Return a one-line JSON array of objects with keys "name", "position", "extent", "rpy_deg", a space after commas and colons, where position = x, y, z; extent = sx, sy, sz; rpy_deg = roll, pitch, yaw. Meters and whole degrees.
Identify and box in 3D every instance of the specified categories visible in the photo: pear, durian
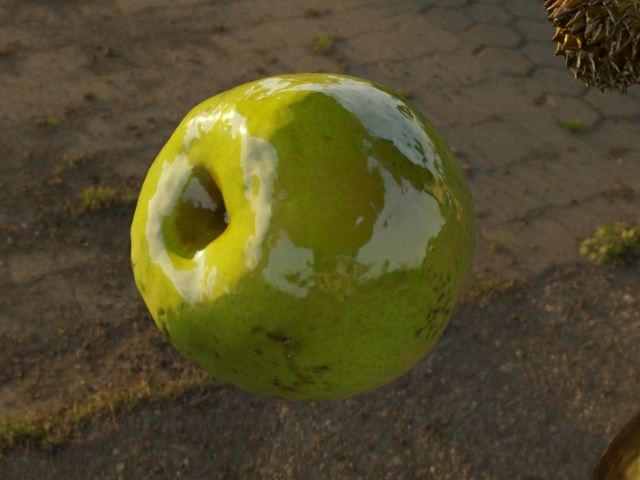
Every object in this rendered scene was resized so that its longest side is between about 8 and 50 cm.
[{"name": "pear", "position": [0.000, 0.000, 0.917], "extent": [0.391, 0.391, 0.391], "rpy_deg": [5, 40, -4]}, {"name": "durian", "position": [0.321, -0.228, 0.839], "extent": [0.252, 0.144, 0.139], "rpy_deg": [-8, 67, -22]}]

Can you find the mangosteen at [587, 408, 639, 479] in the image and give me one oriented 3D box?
[{"name": "mangosteen", "position": [0.186, 0.150, 0.299], "extent": [0.243, 0.243, 0.243], "rpy_deg": [5, 40, -4]}]
